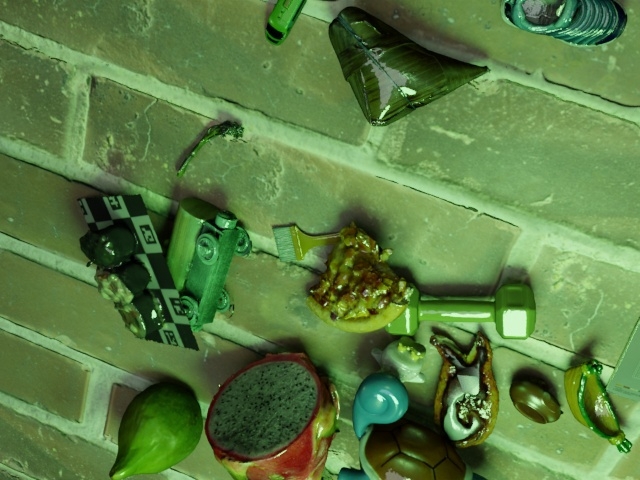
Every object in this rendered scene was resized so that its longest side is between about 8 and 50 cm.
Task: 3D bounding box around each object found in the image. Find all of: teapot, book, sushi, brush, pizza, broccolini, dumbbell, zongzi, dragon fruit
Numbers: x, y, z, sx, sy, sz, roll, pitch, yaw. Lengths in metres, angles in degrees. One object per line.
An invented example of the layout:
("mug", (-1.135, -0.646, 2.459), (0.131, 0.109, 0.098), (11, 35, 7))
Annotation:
("teapot", (0.458, 0.333, 1.309), (0.129, 0.078, 0.098), (42, 156, -13))
("book", (0.669, 0.249, 1.248), (0.127, 0.014, 0.181), (16, 113, 9))
("sushi", (-0.446, 0.092, 1.371), (0.296, 0.100, 0.372), (0, 113, 45))
("brush", (0.000, 0.000, 1.335), (0.205, 0.011, 0.083), (-6, 109, 16))
("pizza", (0.062, 0.074, 1.263), (0.290, 0.081, 0.228), (-4, 86, 52))
("broccolini", (-0.241, -0.199, 1.317), (0.194, 0.054, 0.052), (-31, 69, 30))
("dumbbell", (0.277, 0.143, 1.261), (0.302, 0.121, 0.108), (-1, 139, 15))
("zongzi", (0.152, -0.344, 1.116), (0.242, 0.112, 0.220), (-24, 102, 14))
("dragon fruit", (-0.083, 0.419, 1.372), (0.306, 0.305, 0.225), (-9, 129, 18))

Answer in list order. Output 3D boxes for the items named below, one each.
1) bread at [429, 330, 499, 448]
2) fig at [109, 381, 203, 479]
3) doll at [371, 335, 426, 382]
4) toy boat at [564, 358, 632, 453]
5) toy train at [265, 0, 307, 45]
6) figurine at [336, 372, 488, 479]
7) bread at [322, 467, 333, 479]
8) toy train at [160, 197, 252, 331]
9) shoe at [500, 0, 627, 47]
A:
("bread", (0.311, 0.320, 1.336), (0.140, 0.095, 0.268), (-2, 95, 14))
("fig", (-0.402, 0.474, 1.475), (0.206, 0.275, 0.206), (4, 110, 12))
("doll", (0.161, 0.282, 1.346), (0.129, 0.081, 0.207), (28, 129, 5))
("toy boat", (0.561, 0.331, 1.260), (0.088, 0.089, 0.229), (1, 123, 54))
("toy train", (-0.048, -0.458, 1.158), (0.044, 0.042, 0.209), (34, 114, 1))
("figurine", (0.185, 0.471, 1.311), (0.243, 0.298, 0.416), (-40, 92, 24))
("bread", (-0.039, 0.649, 1.544), (0.183, 0.102, 0.337), (-21, 106, 25))
("toy train", (-0.266, 0.052, 1.384), (0.189, 0.126, 0.307), (39, 120, 33))
("shoe", (0.404, -0.375, 1.036), (0.207, 0.106, 0.091), (14, 114, 4))
